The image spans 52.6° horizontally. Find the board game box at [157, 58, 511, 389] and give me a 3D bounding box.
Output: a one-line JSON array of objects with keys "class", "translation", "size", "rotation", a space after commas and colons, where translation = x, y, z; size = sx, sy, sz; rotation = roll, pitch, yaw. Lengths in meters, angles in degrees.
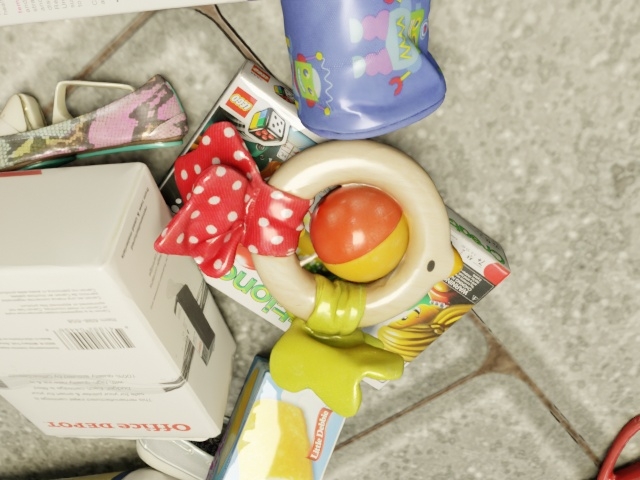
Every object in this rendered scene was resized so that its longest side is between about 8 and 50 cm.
[{"class": "board game box", "translation": [0.000, 0.000, 0.617], "size": [0.305, 0.053, 0.193], "rotation": [34, 117, -15]}]

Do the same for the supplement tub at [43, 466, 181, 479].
[{"class": "supplement tub", "translation": [-0.313, 0.399, 0.762], "size": [0.316, 0.228, 0.228], "rotation": [-12, 118, 15]}]

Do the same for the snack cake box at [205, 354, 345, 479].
[{"class": "snack cake box", "translation": [-0.071, 0.259, 0.645], "size": [0.089, 0.152, 0.264], "rotation": [23, 82, -8]}]

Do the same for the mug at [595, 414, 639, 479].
[{"class": "mug", "translation": [0.389, 0.280, 0.739], "size": [0.169, 0.150, 0.113], "rotation": [-34, 149, 25]}]

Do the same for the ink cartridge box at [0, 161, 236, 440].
[{"class": "ink cartridge box", "translation": [-0.211, 0.071, 0.587], "size": [0.197, 0.114, 0.273], "rotation": [-2, 138, 11]}]

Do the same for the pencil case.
[{"class": "pencil case", "translation": [0.026, -0.228, 0.449], "size": [0.133, 0.119, 0.306], "rotation": [-24, 122, -27]}]

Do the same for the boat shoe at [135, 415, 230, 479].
[{"class": "boat shoe", "translation": [-0.101, 0.249, 0.752], "size": [0.227, 0.079, 0.081], "rotation": [22, 123, -5]}]

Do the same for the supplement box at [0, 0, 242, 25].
[{"class": "supplement box", "translation": [-0.149, -0.226, 0.465], "size": [0.220, 0.111, 0.114], "rotation": [-5, 119, 6]}]

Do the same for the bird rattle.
[{"class": "bird rattle", "translation": [0.001, 0.000, 0.543], "size": [0.207, 0.143, 0.253], "rotation": [-30, 101, 7]}]

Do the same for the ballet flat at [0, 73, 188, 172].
[{"class": "ballet flat", "translation": [-0.228, -0.098, 0.574], "size": [0.221, 0.077, 0.079], "rotation": [-14, 100, 6]}]
